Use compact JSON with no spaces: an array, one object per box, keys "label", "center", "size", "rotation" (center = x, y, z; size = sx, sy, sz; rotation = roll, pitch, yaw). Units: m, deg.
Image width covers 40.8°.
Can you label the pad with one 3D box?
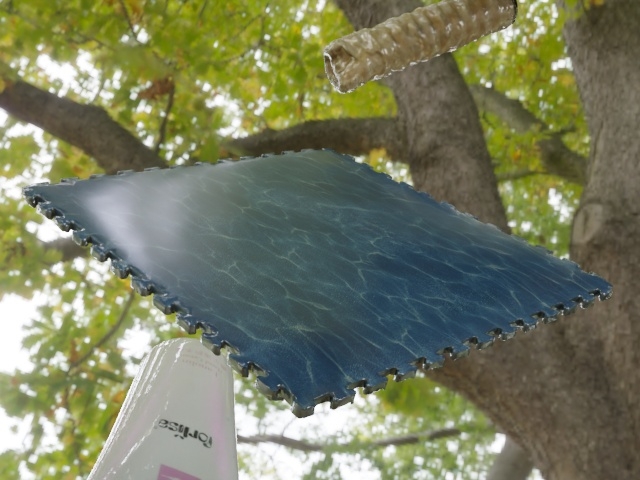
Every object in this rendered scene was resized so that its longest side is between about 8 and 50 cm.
[{"label":"pad","center":[0.000,0.000,0.519],"size":[0.269,0.268,0.012],"rotation":[29,-61,38]}]

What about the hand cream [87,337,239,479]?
[{"label":"hand cream","center":[-0.156,0.225,0.923],"size":[0.185,0.359,0.118],"rotation":[27,-75,-13]}]

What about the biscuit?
[{"label":"biscuit","center":[0.108,-0.213,0.895],"size":[0.219,0.061,0.055],"rotation":[-22,-29,-11]}]
